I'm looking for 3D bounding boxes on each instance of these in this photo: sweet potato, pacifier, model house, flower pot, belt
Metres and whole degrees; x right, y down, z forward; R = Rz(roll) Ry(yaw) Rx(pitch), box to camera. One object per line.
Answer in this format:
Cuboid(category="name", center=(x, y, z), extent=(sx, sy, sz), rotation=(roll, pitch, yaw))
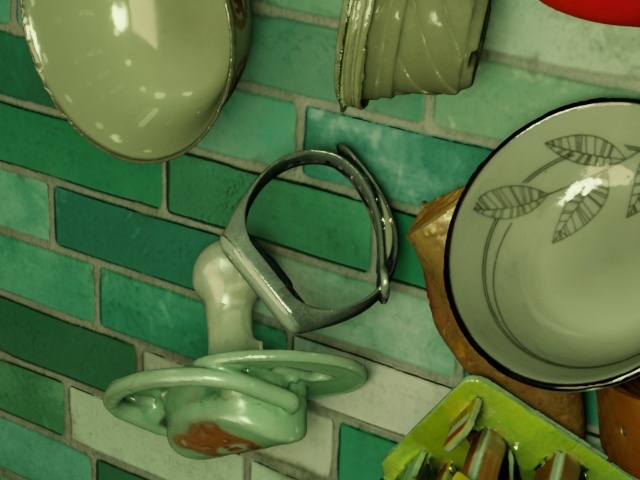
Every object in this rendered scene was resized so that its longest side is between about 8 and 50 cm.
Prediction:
Cuboid(category="sweet potato", center=(0.199, 0.100, 1.776), extent=(0.131, 0.131, 0.336), rotation=(-18, 97, 41))
Cuboid(category="pacifier", center=(-0.117, 0.126, 1.978), extent=(0.343, 0.288, 0.269), rotation=(-19, 67, 37))
Cuboid(category="model house", center=(0.228, 0.327, 1.651), extent=(0.300, 0.323, 0.340), rotation=(33, 130, -8))
Cuboid(category="flower pot", center=(0.105, -0.235, 1.690), extent=(0.141, 0.235, 0.235), rotation=(15, 117, 6))
Cuboid(category="belt", center=(0.371, 0.170, 1.603), extent=(0.261, 0.184, 0.105), rotation=(-146, 50, -72))

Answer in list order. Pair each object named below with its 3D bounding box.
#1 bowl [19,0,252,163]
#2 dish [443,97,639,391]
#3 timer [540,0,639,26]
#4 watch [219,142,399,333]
Cuboid(category="bowl", center=(-0.186, -0.270, 1.921), extent=(0.337, 0.157, 0.337), rotation=(15, 115, 35))
Cuboid(category="dish", center=(0.285, 0.017, 1.641), extent=(0.317, 0.106, 0.316), rotation=(-12, 62, 23))
Cuboid(category="timer", center=(0.288, -0.379, 1.427), extent=(0.378, 0.279, 0.377), rotation=(19, 120, 36))
Cuboid(category="watch", center=(0.000, 0.000, 1.865), extent=(0.206, 0.193, 0.068), rotation=(50, 170, 9))
